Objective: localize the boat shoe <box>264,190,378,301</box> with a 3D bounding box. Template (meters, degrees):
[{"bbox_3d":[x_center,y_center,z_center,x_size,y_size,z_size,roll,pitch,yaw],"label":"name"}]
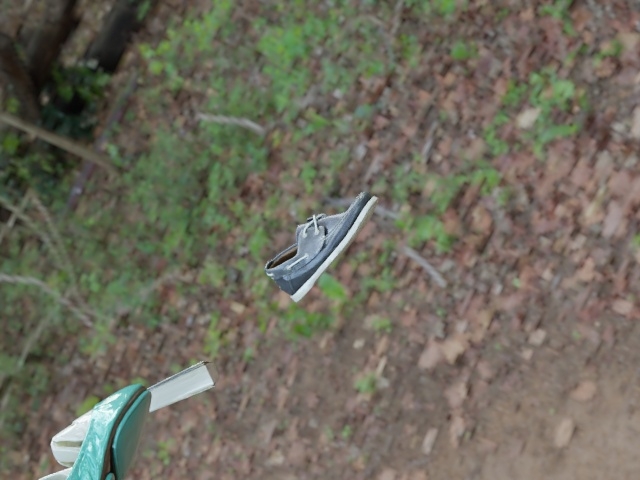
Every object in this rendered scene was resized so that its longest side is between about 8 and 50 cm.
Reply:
[{"bbox_3d":[0.000,0.000,1.850,0.233,0.079,0.084,-46,0,39],"label":"boat shoe"}]

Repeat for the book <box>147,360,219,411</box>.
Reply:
[{"bbox_3d":[-0.203,0.199,1.621,0.144,0.035,0.096,-25,-3,0],"label":"book"}]

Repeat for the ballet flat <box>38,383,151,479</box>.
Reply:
[{"bbox_3d":[-0.236,0.229,1.258,0.247,0.087,0.083,-79,-6,-52],"label":"ballet flat"}]
